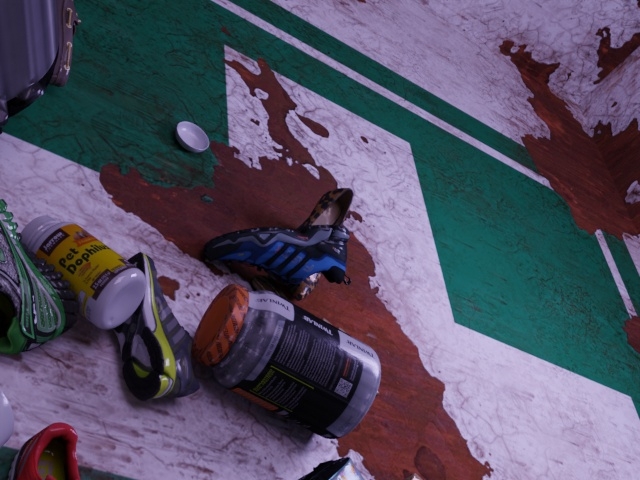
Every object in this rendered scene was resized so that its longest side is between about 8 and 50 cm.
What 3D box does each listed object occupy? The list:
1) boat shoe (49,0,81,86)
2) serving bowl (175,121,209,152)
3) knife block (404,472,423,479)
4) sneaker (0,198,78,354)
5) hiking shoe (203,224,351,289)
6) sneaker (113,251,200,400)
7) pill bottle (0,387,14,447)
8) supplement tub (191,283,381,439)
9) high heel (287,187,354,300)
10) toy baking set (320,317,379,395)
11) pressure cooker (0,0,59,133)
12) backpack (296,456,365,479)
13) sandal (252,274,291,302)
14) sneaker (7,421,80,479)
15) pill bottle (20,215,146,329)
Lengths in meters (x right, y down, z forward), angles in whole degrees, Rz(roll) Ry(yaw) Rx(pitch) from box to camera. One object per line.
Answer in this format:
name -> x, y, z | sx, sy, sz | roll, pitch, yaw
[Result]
boat shoe -> -0.564, -0.453, 1.976 | 0.096, 0.116, 0.324 | 27, 41, -33
serving bowl -> -0.292, -0.227, 2.097 | 0.083, 0.027, 0.083 | 29, 36, -23
knife block -> 0.156, 0.551, 1.678 | 0.275, 0.088, 0.242 | 44, 34, -2
sneaker -> -0.535, 0.028, 1.458 | 0.343, 0.134, 0.146 | 46, 34, 2
hiking shoe -> -0.084, 0.037, 1.905 | 0.304, 0.113, 0.132 | -3, 90, -10
sneaker -> -0.292, 0.154, 1.633 | 0.121, 0.111, 0.300 | 31, 33, -50
pill bottle -> -0.527, 0.280, 1.165 | 0.160, 0.160, 0.283 | 45, 33, 1
supplement tub -> -0.063, 0.217, 1.709 | 0.316, 0.193, 0.194 | 31, 35, -21
high heel -> 0.000, 0.000, 2.019 | 0.093, 0.186, 0.261 | 33, 35, -21
toy baking set -> 0.020, 0.243, 1.918 | 0.256, 0.030, 0.197 | 45, 33, 0
pressure cooker -> -0.628, -0.394, 1.589 | 0.375, 0.420, 0.370 | 22, 56, 2
backpack -> 0.002, 0.452, 1.545 | 0.144, 0.166, 0.188 | 48, 37, 1
sandal -> -0.090, 0.141, 1.902 | 0.072, 0.049, 0.180 | 11, 31, -47
sneaker -> -0.378, 0.370, 1.266 | 0.107, 0.118, 0.279 | 20, 40, -31
pill bottle -> -0.404, 0.047, 1.563 | 0.215, 0.117, 0.117 | 33, 29, 19
